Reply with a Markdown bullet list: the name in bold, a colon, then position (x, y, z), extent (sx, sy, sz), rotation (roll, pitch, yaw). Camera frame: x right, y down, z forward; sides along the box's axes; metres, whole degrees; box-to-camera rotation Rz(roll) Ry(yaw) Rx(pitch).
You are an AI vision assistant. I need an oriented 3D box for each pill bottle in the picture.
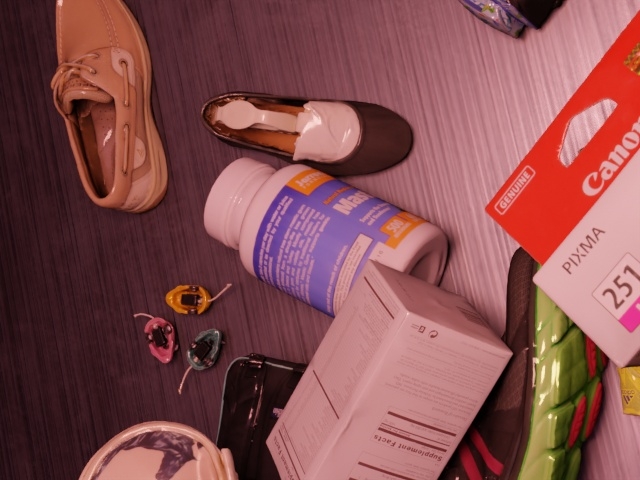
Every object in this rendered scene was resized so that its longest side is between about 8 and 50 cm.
- **pill bottle**: position (0.000, 0.000, 1.314), extent (0.272, 0.152, 0.152), rotation (27, 100, 24)

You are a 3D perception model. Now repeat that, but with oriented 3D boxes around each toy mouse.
- **toy mouse**: position (-0.178, 0.131, 1.465), extent (0.161, 0.031, 0.143), rotation (-4, 87, 26)

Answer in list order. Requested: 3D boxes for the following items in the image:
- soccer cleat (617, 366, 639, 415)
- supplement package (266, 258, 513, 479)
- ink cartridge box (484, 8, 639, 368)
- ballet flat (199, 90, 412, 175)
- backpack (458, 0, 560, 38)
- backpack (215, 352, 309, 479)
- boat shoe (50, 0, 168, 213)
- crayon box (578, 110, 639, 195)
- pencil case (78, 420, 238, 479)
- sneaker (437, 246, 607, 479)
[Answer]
- **soccer cleat**: position (0.351, 0.124, 1.168), extent (0.121, 0.093, 0.289), rotation (-36, 74, 19)
- **supplement package**: position (0.066, 0.168, 1.163), extent (0.244, 0.134, 0.139), rotation (-61, 24, 14)
- **ink cartridge box**: position (0.298, -0.059, 1.043), extent (0.239, 0.060, 0.275), rotation (48, 114, 30)
- **ballet flat**: position (-0.030, -0.135, 1.364), extent (0.281, 0.096, 0.095), rotation (8, 91, 26)
- **backpack**: position (0.200, -0.289, 1.251), extent (0.114, 0.105, 0.084), rotation (46, 107, 25)
- **backpack**: position (-0.040, 0.244, 1.329), extent (0.166, 0.144, 0.188), rotation (9, 78, 26)
- **boat shoe**: position (-0.297, -0.205, 1.491), extent (0.122, 0.110, 0.341), rotation (-23, 79, 24)
- **crayon box**: position (0.463, -0.011, 1.015), extent (0.313, 0.106, 0.362), rotation (-36, 66, 30)
- **pencil case**: position (-0.161, 0.350, 1.248), extent (0.184, 0.410, 0.159), rotation (-21, 60, -14)
- **sneaker**: position (0.180, 0.223, 1.205), extent (0.202, 0.185, 0.482), rotation (14, 91, 28)
